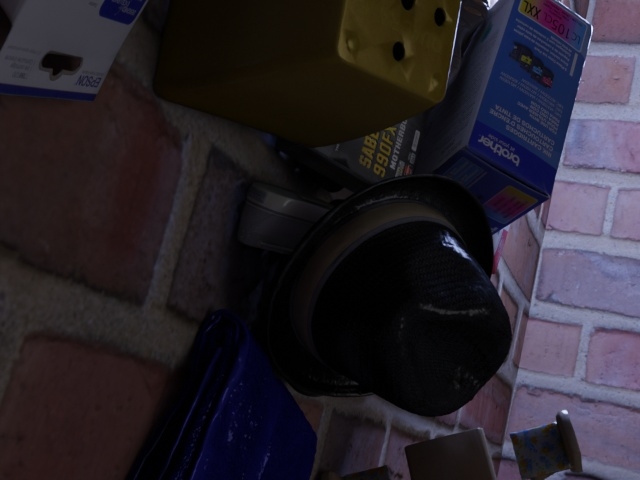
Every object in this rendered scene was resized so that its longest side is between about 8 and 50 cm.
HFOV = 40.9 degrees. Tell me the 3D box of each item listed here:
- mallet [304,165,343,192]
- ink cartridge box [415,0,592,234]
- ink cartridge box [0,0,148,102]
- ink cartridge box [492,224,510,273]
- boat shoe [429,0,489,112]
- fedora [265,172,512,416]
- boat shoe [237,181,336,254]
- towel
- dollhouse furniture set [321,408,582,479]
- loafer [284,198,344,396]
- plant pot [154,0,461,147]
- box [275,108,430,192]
[{"bbox_3d":[0.016,-0.158,1.080,0.062,0.039,0.189,23,72,-63],"label":"mallet"},{"bbox_3d":[0.233,-0.146,1.275,0.270,0.151,0.395,-43,-160,59],"label":"ink cartridge box"},{"bbox_3d":[-0.120,-0.245,0.550,0.332,0.065,0.165,-57,176,10],"label":"ink cartridge box"},{"bbox_3d":[0.286,-0.101,1.584,0.283,0.117,0.207,71,36,-54],"label":"ink cartridge box"},{"bbox_3d":[0.161,-0.292,1.276,0.324,0.123,0.116,-59,175,-42],"label":"boat shoe"},{"bbox_3d":[0.108,0.089,0.953,0.334,0.152,0.333,-21,132,-26],"label":"fedora"},{"bbox_3d":[0.000,0.000,0.978,0.228,0.079,0.081,18,101,-38],"label":"boat shoe"},{"bbox_3d":[-0.082,0.247,0.940,0.308,0.076,0.227,66,40,-51],"label":"towel"},{"bbox_3d":[0.171,0.291,1.208,0.256,0.362,0.394,56,20,-59],"label":"dollhouse furniture set"},{"bbox_3d":[0.007,0.071,1.055,0.087,0.095,0.251,19,81,-70],"label":"loafer"},{"bbox_3d":[0.008,-0.207,0.768,0.212,0.187,0.212,13,86,-45],"label":"plant pot"},{"bbox_3d":[0.055,-0.181,1.039,0.183,0.056,0.230,27,71,-40],"label":"box"}]
